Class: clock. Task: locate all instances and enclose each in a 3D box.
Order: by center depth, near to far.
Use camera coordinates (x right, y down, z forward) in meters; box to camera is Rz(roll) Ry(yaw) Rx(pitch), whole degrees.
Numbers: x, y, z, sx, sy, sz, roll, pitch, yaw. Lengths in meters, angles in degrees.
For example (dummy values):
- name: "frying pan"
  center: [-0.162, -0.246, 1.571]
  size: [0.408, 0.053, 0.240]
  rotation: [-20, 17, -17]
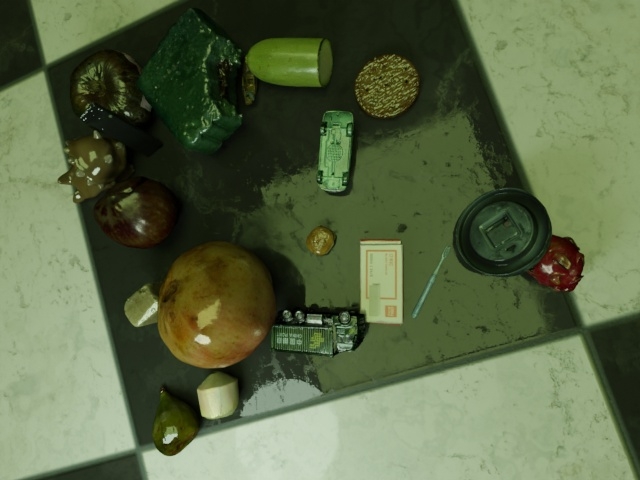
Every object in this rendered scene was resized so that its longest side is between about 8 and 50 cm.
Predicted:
- name: "clock"
  center: [0.454, -0.019, 1.020]
  size: [0.225, 0.049, 0.226]
  rotation: [-17, 64, 38]

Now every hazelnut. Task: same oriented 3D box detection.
- name: "hazelnut"
  center: [-0.540, -0.077, 1.211]
  size: [0.233, 0.218, 0.218]
  rotation: [-32, 81, 6]

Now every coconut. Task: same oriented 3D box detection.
- name: "coconut"
  center: [-0.295, 0.439, 1.176]
  size: [0.116, 0.116, 0.122]
  rotation: [-9, 83, 11]

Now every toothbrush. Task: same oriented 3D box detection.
- name: "toothbrush"
  center: [0.302, 0.114, 1.113]
  size: [0.016, 0.019, 0.220]
  rotation: [27, 92, 7]

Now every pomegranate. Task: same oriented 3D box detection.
- name: "pomegranate"
  center: [-0.260, 0.176, 1.096]
  size: [0.337, 0.338, 0.339]
  rotation: [-1, 86, 12]

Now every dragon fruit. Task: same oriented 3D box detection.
- name: "dragon fruit"
  center: [0.572, 0.045, 1.008]
  size: [0.133, 0.136, 0.166]
  rotation: [-49, 59, 15]

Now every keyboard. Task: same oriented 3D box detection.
- name: "keyboard"
  center: [-0.597, -0.332, 1.234]
  size: [0.072, 0.231, 0.023]
  rotation: [-38, 55, 16]

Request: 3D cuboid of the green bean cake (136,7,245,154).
- name: "green bean cake"
  center: [-0.341, -0.451, 1.195]
  size: [0.300, 0.169, 0.308]
  rotation: [-42, 77, 17]

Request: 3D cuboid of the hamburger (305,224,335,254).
- name: "hamburger"
  center: [0.000, 0.000, 1.172]
  size: [0.076, 0.044, 0.083]
  rotation: [28, 95, 13]

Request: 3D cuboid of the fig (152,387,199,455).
- name: "fig"
  center: [-0.448, 0.529, 1.196]
  size: [0.185, 0.126, 0.133]
  rotation: [43, 109, 7]

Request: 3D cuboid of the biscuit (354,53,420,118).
- name: "biscuit"
  center: [0.190, -0.439, 1.166]
  size: [0.187, 0.027, 0.188]
  rotation: [-1, 85, 12]

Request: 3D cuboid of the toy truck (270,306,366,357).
- name: "toy truck"
  center: [-0.008, 0.246, 1.114]
  size: [0.258, 0.088, 0.121]
  rotation: [-2, 86, 24]

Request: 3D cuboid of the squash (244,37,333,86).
- name: "squash"
  center: [-0.098, -0.519, 1.182]
  size: [0.246, 0.132, 0.133]
  rotation: [9, 89, 14]

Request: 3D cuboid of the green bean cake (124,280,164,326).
- name: "green bean cake"
  center: [-0.473, 0.180, 1.193]
  size: [0.109, 0.179, 0.085]
  rotation: [-41, 80, 10]

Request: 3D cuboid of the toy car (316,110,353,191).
- name: "toy car"
  center: [0.045, -0.250, 1.162]
  size: [0.090, 0.076, 0.225]
  rotation: [6, 96, 11]

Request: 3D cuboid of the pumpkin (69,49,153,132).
- name: "pumpkin"
  center: [-0.657, -0.455, 1.266]
  size: [0.260, 0.189, 0.261]
  rotation: [-1, 87, 14]

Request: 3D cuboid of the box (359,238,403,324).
- name: "box"
  center: [0.167, 0.112, 1.126]
  size: [0.122, 0.050, 0.230]
  rotation: [0, 87, 12]

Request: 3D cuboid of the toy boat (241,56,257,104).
- name: "toy boat"
  center: [-0.218, -0.486, 1.245]
  size: [0.047, 0.049, 0.149]
  rotation: [-2, 86, 11]

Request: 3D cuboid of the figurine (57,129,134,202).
- name: "figurine"
  center: [-0.722, -0.234, 1.274]
  size: [0.247, 0.173, 0.177]
  rotation: [-11, 85, 11]
